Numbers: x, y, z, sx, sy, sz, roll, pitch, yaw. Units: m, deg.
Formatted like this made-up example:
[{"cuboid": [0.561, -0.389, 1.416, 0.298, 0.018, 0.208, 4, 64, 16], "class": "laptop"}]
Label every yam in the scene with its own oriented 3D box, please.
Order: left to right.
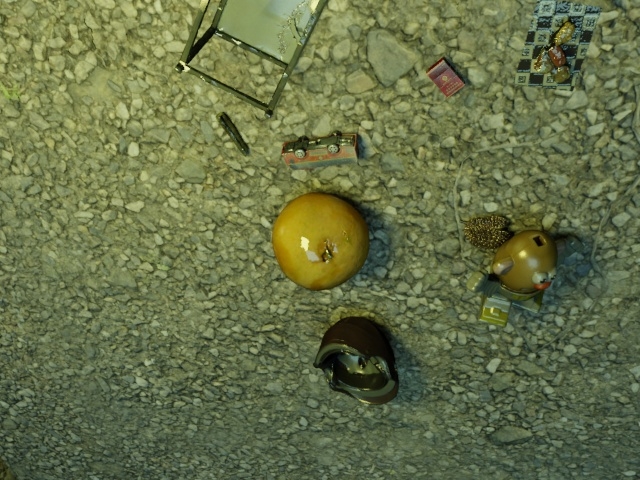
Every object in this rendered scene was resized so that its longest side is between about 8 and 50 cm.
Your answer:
[{"cuboid": [-0.225, -0.274, 1.645, 0.027, 0.033, 0.129, -35, 122, 1], "class": "yam"}]

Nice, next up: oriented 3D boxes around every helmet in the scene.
[{"cuboid": [0.121, 0.356, 1.961, 0.225, 0.177, 0.305, -16, 129, 28], "class": "helmet"}]

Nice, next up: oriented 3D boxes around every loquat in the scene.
[{"cuboid": [0.000, 0.000, 1.684, 0.263, 0.263, 0.263, 5, 127, 7], "class": "loquat"}]

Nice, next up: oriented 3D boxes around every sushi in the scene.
[{"cuboid": [0.516, -0.420, 1.389, 0.139, 0.031, 0.201, 9, 128, 4], "class": "sushi"}]

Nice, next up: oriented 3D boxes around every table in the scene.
[{"cuboid": [-0.110, -0.484, 1.307, 0.222, 0.272, 0.335, 26, 127, -8], "class": "table"}]

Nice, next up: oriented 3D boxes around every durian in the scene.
[{"cuboid": [0.433, -0.019, 1.686, 0.140, 0.071, 0.110, 16, 128, 4], "class": "durian"}]

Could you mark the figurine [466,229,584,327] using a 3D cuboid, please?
[{"cuboid": [0.523, 0.084, 1.656, 0.167, 0.342, 0.284, 37, 145, 25], "class": "figurine"}]

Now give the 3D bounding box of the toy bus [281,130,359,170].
[{"cuboid": [0.002, -0.225, 1.615, 0.192, 0.065, 0.077, -6, 133, 15], "class": "toy bus"}]

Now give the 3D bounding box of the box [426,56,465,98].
[{"cuboid": [0.289, -0.376, 1.471, 0.051, 0.023, 0.082, -36, 114, 29], "class": "box"}]
